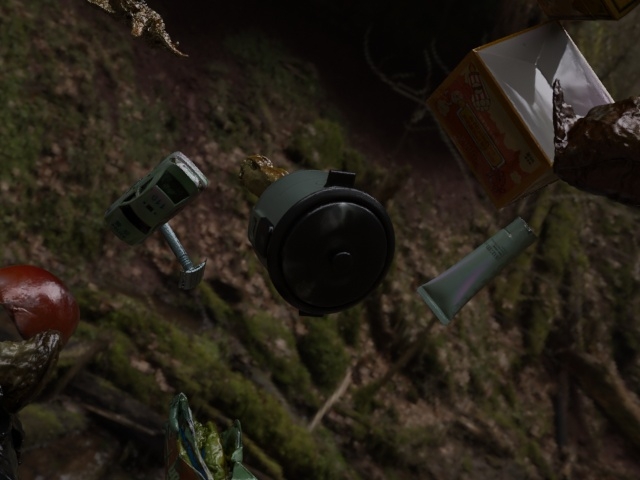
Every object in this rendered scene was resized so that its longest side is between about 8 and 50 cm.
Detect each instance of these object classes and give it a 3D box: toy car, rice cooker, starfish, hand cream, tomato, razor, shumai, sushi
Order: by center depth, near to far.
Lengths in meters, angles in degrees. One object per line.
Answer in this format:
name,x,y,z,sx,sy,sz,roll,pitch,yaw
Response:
sushi,0.469,-0.125,1.343,0.296,0.167,0.179,18,43,27
shumai,-0.454,0.190,1.411,0.105,0.139,0.123,52,11,-10
hand cream,0.253,0.044,1.453,0.078,0.205,0.050,52,6,22
toy car,-0.302,-0.065,1.631,0.090,0.224,0.076,47,29,-14
rice cooker,0.000,0.000,1.658,0.241,0.280,0.227,7,18,-24
tomato,-0.535,0.116,1.743,0.199,0.112,0.228,60,-8,-25
starfish,-0.410,-0.491,1.982,0.301,0.084,0.293,36,3,-26
razor,-0.333,-0.010,2.031,0.232,0.068,0.106,57,-22,13

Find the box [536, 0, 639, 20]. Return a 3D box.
box,0.498,-0.535,1.807,0.193,0.084,0.301,50,0,-18

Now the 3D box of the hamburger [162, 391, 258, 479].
hamburger,-0.201,0.407,1.641,0.150,0.276,0.260,-4,-9,-17

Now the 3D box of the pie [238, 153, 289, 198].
pie,-0.040,-0.092,2.099,0.339,0.083,0.339,31,5,-3

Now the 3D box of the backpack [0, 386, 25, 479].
backpack,-0.608,0.335,1.369,0.363,0.255,0.446,21,16,-36

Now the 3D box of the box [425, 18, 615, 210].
box,0.419,-0.256,1.865,0.259,0.214,0.283,-25,77,-29
